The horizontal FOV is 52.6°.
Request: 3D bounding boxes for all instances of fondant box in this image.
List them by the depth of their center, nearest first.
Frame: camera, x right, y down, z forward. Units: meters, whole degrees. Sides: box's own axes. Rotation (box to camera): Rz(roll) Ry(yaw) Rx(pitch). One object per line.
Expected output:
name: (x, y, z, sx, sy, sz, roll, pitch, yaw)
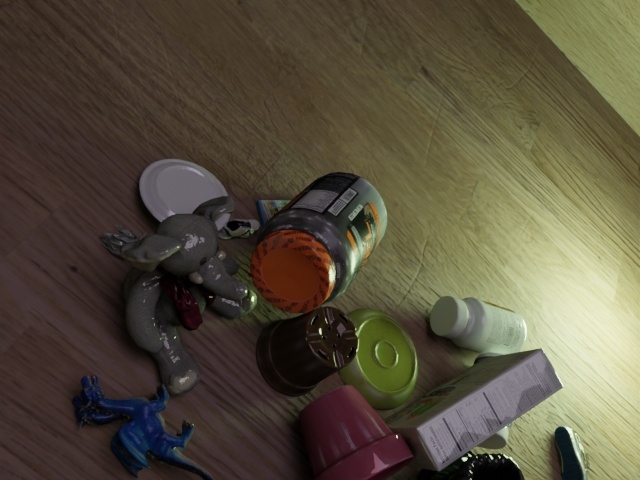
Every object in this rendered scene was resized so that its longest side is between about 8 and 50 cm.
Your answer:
fondant box: (0.304, 0.352, 1.365, 0.330, 0.238, 0.096, -24, 83, -20)

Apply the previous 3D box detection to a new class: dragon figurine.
dragon figurine: (-0.297, 0.340, 1.090, 0.144, 0.085, 0.289, -29, 78, -41)

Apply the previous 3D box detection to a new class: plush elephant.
plush elephant: (-0.237, 0.058, 1.173, 0.330, 0.255, 0.272, 49, 48, -5)

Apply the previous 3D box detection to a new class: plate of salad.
plate of salad: (-0.283, -0.087, 1.355, 0.200, 0.048, 0.199, 21, 45, -22)

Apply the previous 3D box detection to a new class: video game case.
video game case: (-0.063, -0.039, 1.514, 0.166, 0.015, 0.119, -3, 70, -38)

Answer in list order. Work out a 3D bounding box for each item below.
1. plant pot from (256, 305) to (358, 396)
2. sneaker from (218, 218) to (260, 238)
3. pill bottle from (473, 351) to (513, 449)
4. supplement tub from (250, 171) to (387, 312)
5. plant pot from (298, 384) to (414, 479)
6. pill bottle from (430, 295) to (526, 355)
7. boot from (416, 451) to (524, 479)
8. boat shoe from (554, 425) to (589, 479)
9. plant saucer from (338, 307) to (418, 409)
plant pot: (-0.018, 0.217, 1.313, 0.167, 0.165, 0.166, 17, 59, -30)
sneaker: (-0.172, -0.028, 1.410, 0.109, 0.044, 0.040, -14, 74, -42)
pill bottle: (0.416, 0.388, 1.574, 0.119, 0.119, 0.208, 36, 50, -16)
supplement tub: (0.000, 0.000, 1.341, 0.207, 0.207, 0.338, 49, 32, -5)
plant pot: (0.053, 0.393, 1.269, 0.201, 0.201, 0.180, -8, 57, -39)
pill bottle: (0.396, 0.215, 1.642, 0.229, 0.131, 0.131, 18, 57, -28)
boot: (0.303, 0.488, 1.310, 0.131, 0.260, 0.348, 47, 34, 12)
boat shoe: (0.673, 0.580, 1.700, 0.066, 0.066, 0.183, 13, 60, -32)
plant saucer: (0.140, 0.265, 1.491, 0.241, 0.037, 0.240, 17, 58, -28)
